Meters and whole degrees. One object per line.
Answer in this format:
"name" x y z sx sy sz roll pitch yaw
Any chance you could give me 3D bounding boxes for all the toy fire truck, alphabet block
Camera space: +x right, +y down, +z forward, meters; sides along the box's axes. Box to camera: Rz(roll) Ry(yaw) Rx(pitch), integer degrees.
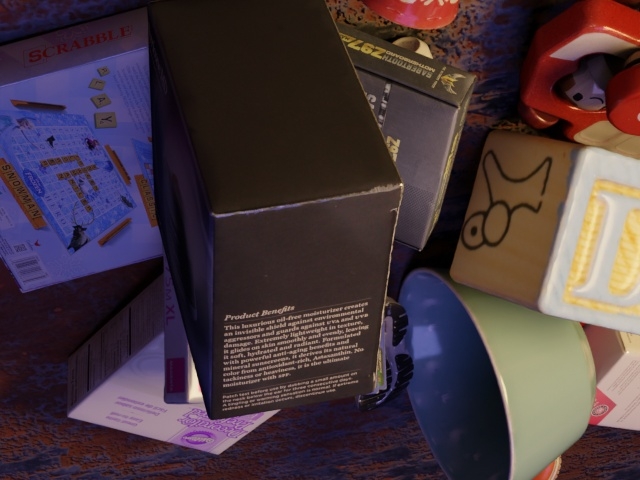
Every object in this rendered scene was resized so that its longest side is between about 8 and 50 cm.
"toy fire truck" 0.349 -0.162 1.571 0.302 0.169 0.254 14 153 -27
"alphabet block" 0.291 -0.009 1.640 0.193 0.197 0.192 15 93 -27

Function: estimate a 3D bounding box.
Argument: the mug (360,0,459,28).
"mug" 0.090 -0.301 1.366 0.150 0.113 0.169 4 135 -21

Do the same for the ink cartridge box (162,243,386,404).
"ink cartridge box" -0.034 0.089 1.669 0.311 0.185 0.065 2 174 -37

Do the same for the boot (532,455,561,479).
"boot" 0.303 0.366 2.262 0.085 0.059 0.158 24 130 -29

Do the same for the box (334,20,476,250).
"box" 0.054 -0.111 1.558 0.183 0.059 0.232 22 141 9

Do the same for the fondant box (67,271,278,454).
"fondant box" -0.136 0.141 1.831 0.238 0.096 0.330 20 139 -32

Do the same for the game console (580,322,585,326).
"game console" 0.281 0.112 1.982 0.144 0.085 0.124 -38 165 29

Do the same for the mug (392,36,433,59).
"mug" 0.090 -0.178 1.549 0.078 0.062 0.064 -32 135 -15

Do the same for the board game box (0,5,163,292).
"board game box" -0.228 -0.096 1.566 0.318 0.066 0.318 -14 141 2

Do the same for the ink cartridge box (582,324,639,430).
"ink cartridge box" 0.472 0.183 2.044 0.237 0.100 0.172 9 137 -22

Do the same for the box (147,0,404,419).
"box" -0.057 -0.040 1.397 0.183 0.296 0.294 -9 138 -13

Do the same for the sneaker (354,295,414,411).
"sneaker" 0.066 0.135 1.896 0.081 0.094 0.208 -20 135 -25

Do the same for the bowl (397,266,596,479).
"bowl" 0.233 0.163 1.834 0.163 0.311 0.311 -16 143 -18
